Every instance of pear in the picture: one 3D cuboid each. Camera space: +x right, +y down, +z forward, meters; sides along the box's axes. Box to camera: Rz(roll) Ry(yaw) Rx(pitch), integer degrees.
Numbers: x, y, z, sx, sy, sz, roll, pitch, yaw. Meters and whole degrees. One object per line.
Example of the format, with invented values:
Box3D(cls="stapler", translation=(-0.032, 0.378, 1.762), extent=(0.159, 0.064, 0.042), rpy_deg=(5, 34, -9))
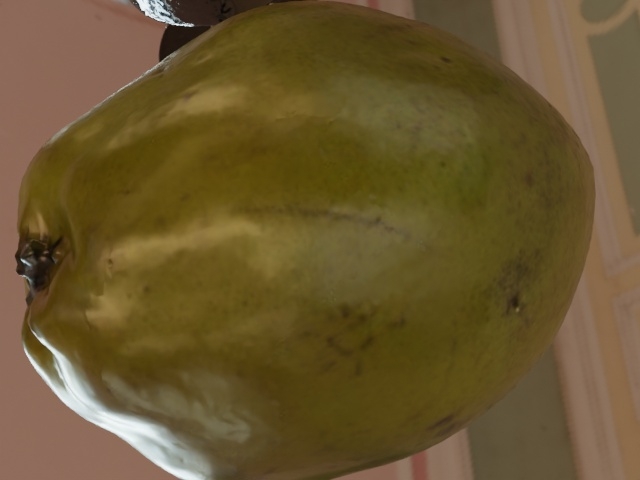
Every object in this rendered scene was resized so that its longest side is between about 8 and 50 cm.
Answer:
Box3D(cls="pear", translation=(0.000, 0.000, 0.534), extent=(0.212, 0.269, 0.212), rpy_deg=(32, -54, 57))

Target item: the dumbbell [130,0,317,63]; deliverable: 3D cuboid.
Box3D(cls="dumbbell", translation=(-0.074, -0.193, 0.978), extent=(0.152, 0.218, 0.152), rpy_deg=(-4, -119, 8))
